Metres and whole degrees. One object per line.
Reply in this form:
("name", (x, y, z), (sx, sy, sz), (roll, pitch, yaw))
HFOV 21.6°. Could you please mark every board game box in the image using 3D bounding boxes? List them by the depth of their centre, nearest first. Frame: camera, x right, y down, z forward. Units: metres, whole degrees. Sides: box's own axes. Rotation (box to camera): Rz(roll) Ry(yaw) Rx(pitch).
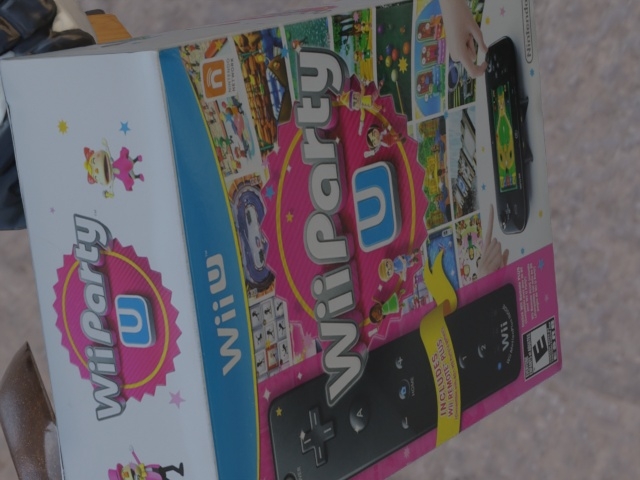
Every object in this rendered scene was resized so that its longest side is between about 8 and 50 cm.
("board game box", (0.000, 0.000, 0.803), (0.097, 0.303, 0.224), (2, 104, 37))

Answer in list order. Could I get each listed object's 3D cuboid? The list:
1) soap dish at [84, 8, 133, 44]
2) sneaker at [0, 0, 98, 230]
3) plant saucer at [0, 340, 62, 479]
("soap dish", (-0.292, -0.106, 1.463), (0.291, 0.229, 0.118), (-21, 82, 62))
("sneaker", (-0.289, -0.114, 0.845), (0.410, 0.182, 0.158), (20, 100, 3))
("plant saucer", (-0.178, 0.166, 1.119), (0.036, 0.198, 0.198), (-20, 117, -9))
